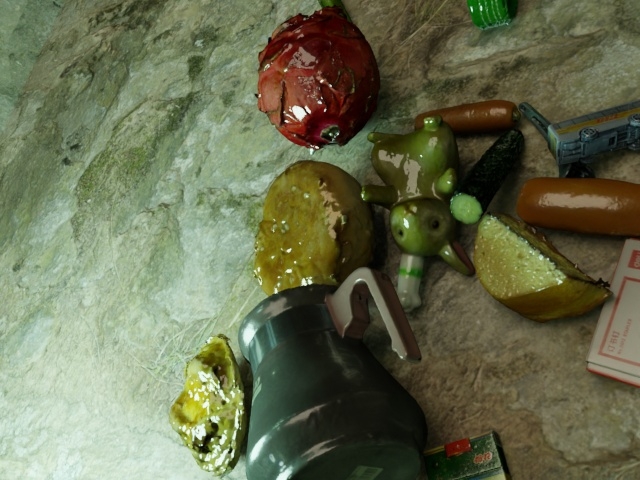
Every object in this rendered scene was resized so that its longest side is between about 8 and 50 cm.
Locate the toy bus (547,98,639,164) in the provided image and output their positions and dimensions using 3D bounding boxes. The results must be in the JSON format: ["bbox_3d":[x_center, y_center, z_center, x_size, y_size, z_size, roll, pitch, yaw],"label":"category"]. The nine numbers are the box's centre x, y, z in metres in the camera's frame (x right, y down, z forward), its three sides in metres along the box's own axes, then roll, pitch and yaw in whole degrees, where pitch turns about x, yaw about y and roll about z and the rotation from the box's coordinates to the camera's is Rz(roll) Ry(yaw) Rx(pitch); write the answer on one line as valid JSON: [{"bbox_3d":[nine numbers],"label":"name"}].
[{"bbox_3d":[0.495,-0.189,1.171,0.190,0.064,0.075,-17,42,1],"label":"toy bus"}]

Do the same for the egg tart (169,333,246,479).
[{"bbox_3d":[-0.225,0.327,1.326,0.297,0.132,0.298,-179,90,-66],"label":"egg tart"}]

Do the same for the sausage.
[{"bbox_3d":[0.456,-0.058,1.135,0.238,0.098,0.098,7,70,30],"label":"sausage"}]

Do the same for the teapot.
[{"bbox_3d":[0.018,0.244,1.155,0.376,0.305,0.362,-52,38,24],"label":"teapot"}]

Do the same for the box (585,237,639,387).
[{"bbox_3d":[0.505,0.116,1.039,0.122,0.050,0.230,14,75,40],"label":"box"}]

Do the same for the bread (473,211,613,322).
[{"bbox_3d":[0.348,0.058,1.131,0.134,0.129,0.260,-64,34,16],"label":"bread"}]

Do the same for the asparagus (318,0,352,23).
[{"bbox_3d":[0.031,-0.628,1.788,0.059,0.067,0.278,-17,56,-5],"label":"asparagus"}]

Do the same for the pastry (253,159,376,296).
[{"bbox_3d":[0.000,0.000,1.378,0.284,0.184,0.316,12,93,45],"label":"pastry"}]

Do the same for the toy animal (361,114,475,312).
[{"bbox_3d":[0.192,-0.062,1.279,0.181,0.180,0.363,-12,61,26],"label":"toy animal"}]

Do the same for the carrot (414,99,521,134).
[{"bbox_3d":[0.303,-0.248,1.377,0.225,0.067,0.067,-1,65,37],"label":"carrot"}]

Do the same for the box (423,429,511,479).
[{"bbox_3d":[0.249,0.434,1.060,0.132,0.034,0.235,-25,53,23],"label":"box"}]

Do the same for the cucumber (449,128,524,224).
[{"bbox_3d":[0.317,-0.129,1.239,0.067,0.068,0.293,1,33,36],"label":"cucumber"}]

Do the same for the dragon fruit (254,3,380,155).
[{"bbox_3d":[-0.006,-0.361,1.520,0.295,0.295,0.302,-22,58,25],"label":"dragon fruit"}]

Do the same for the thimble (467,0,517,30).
[{"bbox_3d":[0.371,-0.525,1.451,0.090,0.118,0.130,-3,91,30],"label":"thimble"}]

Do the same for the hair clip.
[{"bbox_3d":[0.434,-0.186,1.264,0.230,0.070,0.039,-107,30,-43],"label":"hair clip"}]
